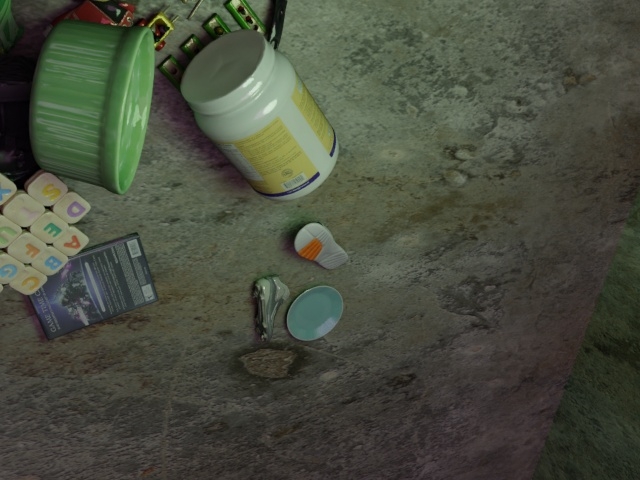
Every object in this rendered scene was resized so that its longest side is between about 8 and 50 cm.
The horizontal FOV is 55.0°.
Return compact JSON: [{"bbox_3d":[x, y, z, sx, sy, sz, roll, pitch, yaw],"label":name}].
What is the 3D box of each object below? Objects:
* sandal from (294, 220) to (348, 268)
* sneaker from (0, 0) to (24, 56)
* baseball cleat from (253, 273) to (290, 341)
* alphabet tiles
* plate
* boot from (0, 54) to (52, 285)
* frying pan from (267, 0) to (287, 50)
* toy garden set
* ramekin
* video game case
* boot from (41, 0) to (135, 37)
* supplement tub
[{"bbox_3d":[-0.009,0.006,1.707,0.102,0.076,0.265,-34,149,7],"label":"sandal"},{"bbox_3d":[-0.605,-0.357,1.131,0.123,0.109,0.295,-36,156,-55],"label":"sneaker"},{"bbox_3d":[-0.131,0.191,1.727,0.110,0.072,0.205,-18,126,-29],"label":"baseball cleat"},{"bbox_3d":[-0.578,-0.003,1.155,0.284,0.021,0.278,-45,148,-8],"label":"alphabet tiles"},{"bbox_3d":[-0.019,0.213,1.832,0.188,0.024,0.188,-14,122,-24],"label":"plate"},{"bbox_3d":[-0.671,-0.099,1.100,0.367,0.146,0.445,-9,133,-36],"label":"boot"},{"bbox_3d":[-0.056,-0.583,1.376,0.197,0.053,0.325,-18,124,-22],"label":"frying pan"},{"bbox_3d":[-0.256,-0.449,1.331,0.244,0.049,0.204,-45,128,-2],"label":"toy garden set"},{"bbox_3d":[-0.401,-0.243,1.098,0.148,0.303,0.303,11,110,-10],"label":"ramekin"},{"bbox_3d":[-0.546,0.110,1.473,0.274,0.026,0.195,-19,123,-19],"label":"video game case"},{"bbox_3d":[-0.412,-0.379,1.258,0.176,0.088,0.244,-42,124,-7],"label":"boot"},{"bbox_3d":[-0.126,-0.267,1.353,0.241,0.241,0.331,-43,138,-4],"label":"supplement tub"}]
